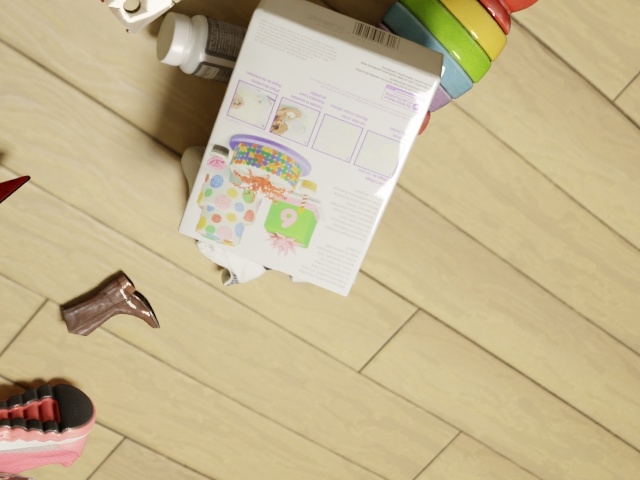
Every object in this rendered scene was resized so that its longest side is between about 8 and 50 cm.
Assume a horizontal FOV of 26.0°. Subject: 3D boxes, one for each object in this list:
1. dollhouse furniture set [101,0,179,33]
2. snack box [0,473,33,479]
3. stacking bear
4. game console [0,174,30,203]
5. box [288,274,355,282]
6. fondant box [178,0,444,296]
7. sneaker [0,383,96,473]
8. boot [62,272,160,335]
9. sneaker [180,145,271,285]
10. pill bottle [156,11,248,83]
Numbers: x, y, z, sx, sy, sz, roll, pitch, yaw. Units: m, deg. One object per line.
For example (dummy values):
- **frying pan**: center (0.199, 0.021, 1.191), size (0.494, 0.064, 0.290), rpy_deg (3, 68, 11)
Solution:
- **dollhouse furniture set**: center (-0.238, -0.368, 1.632), size (0.129, 0.129, 0.184), rpy_deg (-36, 127, 6)
- **snack box**: center (-0.586, 0.418, 2.026), size (0.321, 0.060, 0.187), rpy_deg (6, 121, -4)
- **stacking bear**: center (0.179, -0.291, 1.820), size (0.289, 0.164, 0.175), rpy_deg (-44, 125, 6)
- **game console**: center (-0.441, -0.013, 1.776), size (0.085, 0.144, 0.124), rpy_deg (17, 123, 15)
- **box**: center (0.000, 0.000, 1.974), size (0.101, 0.101, 0.087), rpy_deg (4, 121, -21)
- **fondant box**: center (-0.015, -0.120, 1.749), size (0.238, 0.096, 0.330), rpy_deg (21, 117, -3)
- **sneaker**: center (-0.484, 0.294, 1.995), size (0.313, 0.116, 0.136), rpy_deg (0, 131, -15)
- **boot**: center (-0.301, 0.113, 1.985), size (0.114, 0.037, 0.106), rpy_deg (-34, 113, 1)
- **sneaker**: center (-0.143, -0.028, 1.923), size (0.094, 0.090, 0.235), rpy_deg (-23, 125, 10)
- **pill bottle**: center (-0.136, -0.245, 1.781), size (0.137, 0.078, 0.078), rpy_deg (12, 117, -26)
